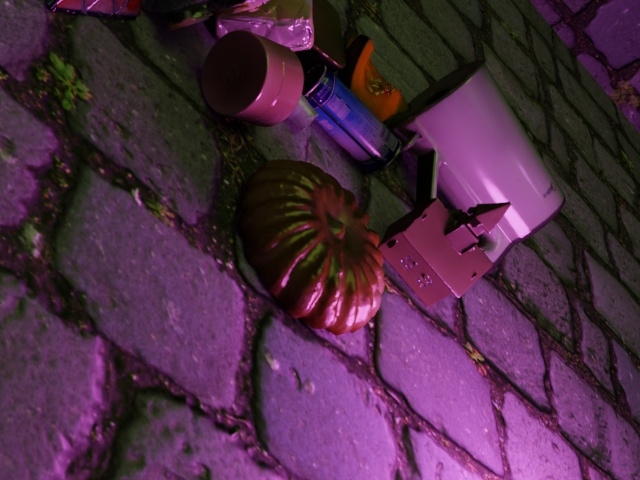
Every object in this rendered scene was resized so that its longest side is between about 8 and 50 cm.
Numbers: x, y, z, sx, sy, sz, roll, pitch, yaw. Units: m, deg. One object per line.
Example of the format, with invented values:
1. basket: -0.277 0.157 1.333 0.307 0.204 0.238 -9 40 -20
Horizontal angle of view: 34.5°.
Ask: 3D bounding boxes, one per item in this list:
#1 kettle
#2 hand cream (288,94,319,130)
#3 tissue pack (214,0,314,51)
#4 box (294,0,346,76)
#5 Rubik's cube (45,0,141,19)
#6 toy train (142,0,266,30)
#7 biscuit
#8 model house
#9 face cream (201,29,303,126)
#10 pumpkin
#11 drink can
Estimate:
1. kettle: 0.332 -0.151 2.279 0.377 0.250 0.361 53 50 -13
2. hand cream: -0.087 -0.296 1.943 0.205 0.050 0.078 46 33 -9
3. tissue pack: -0.104 -0.449 1.947 0.186 0.090 0.222 2 44 -2
4. box: -0.033 -0.423 2.103 0.144 0.090 0.201 32 38 -38
5. Rubik's cube: -0.376 -0.445 1.657 0.178 0.211 0.190 45 -9 20
6. toy train: -0.172 -0.445 1.758 0.177 0.260 0.134 -49 126 -70
7. biscuit: 0.000 0.000 1.735 0.325 0.107 0.326 34 40 -34
8. model house: 0.269 -0.019 2.004 0.181 0.248 0.176 49 30 -16
9. face cream: -0.117 -0.277 1.771 0.104 0.149 0.149 11 53 -54
10. pumpkin: 0.074 -0.321 2.183 0.130 0.149 0.254 30 -11 35
11. drink can: 0.054 -0.239 2.051 0.235 0.097 0.097 41 33 -26
